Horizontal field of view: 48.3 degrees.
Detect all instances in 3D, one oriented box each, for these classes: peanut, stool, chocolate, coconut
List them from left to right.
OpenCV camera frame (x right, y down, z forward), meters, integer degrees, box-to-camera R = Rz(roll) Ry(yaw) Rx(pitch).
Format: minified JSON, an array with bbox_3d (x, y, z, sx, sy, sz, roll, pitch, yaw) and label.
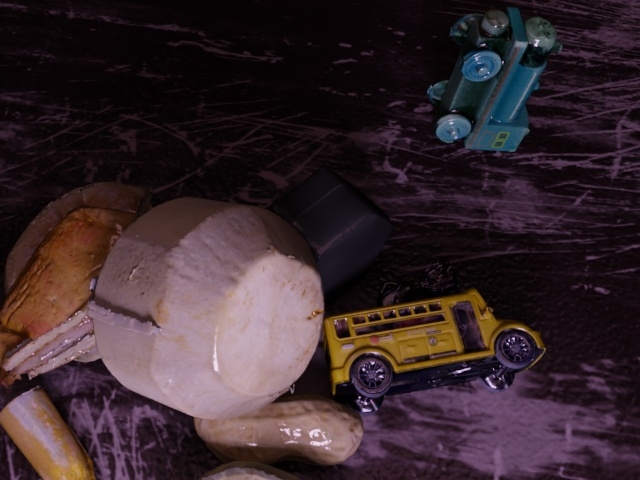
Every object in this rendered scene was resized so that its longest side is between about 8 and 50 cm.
[{"bbox_3d":[-0.393,0.326,1.067,0.085,0.086,0.219,-35,71,-19],"label":"chocolate"},{"bbox_3d":[-0.156,0.089,1.002,0.323,0.323,0.323,1,61,-1],"label":"coconut"},{"bbox_3d":[-0.064,0.287,1.069,0.256,0.123,0.124,6,61,1],"label":"peanut"},{"bbox_3d":[0.000,0.000,1.175,0.232,0.232,0.141,-37,68,-20],"label":"stool"},{"bbox_3d":[0.161,0.083,1.218,0.147,0.070,0.072,-24,59,-19],"label":"chocolate"}]

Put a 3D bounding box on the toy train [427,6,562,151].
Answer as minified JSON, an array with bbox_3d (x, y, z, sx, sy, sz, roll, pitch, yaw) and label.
[{"bbox_3d":[0.315,-0.287,1.300,0.194,0.298,0.120,3,58,-7],"label":"toy train"}]

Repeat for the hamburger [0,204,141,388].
[{"bbox_3d":[-0.372,0.065,1.089,0.282,0.155,0.245,-21,65,-2],"label":"hamburger"}]

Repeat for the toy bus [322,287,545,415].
[{"bbox_3d":[0.172,0.168,1.122,0.331,0.145,0.151,-9,62,-6],"label":"toy bus"}]

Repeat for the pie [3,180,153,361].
[{"bbox_3d":[-0.391,0.047,1.222,0.337,0.075,0.337,-1,64,3],"label":"pie"}]

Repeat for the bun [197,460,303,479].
[{"bbox_3d":[-0.081,0.449,0.962,0.287,0.146,0.287,-5,67,11],"label":"bun"}]

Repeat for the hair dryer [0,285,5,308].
[{"bbox_3d":[-0.613,0.115,1.179,0.225,0.088,0.219,-37,48,11],"label":"hair dryer"}]
